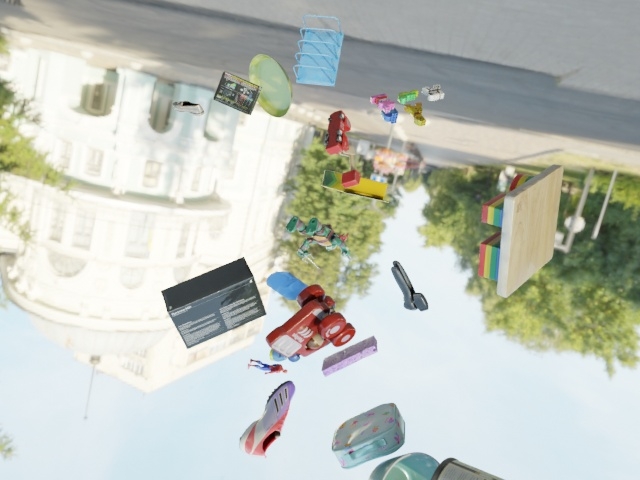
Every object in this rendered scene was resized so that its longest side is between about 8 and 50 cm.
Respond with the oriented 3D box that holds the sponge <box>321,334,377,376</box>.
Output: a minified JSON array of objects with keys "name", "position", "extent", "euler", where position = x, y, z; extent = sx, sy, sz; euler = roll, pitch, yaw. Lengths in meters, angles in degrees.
[{"name":"sponge","position":[0.104,0.410,2.042],"extent":[0.210,0.031,0.117],"euler":[-27,-173,8]}]

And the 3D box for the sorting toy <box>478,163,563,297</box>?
[{"name":"sorting toy","position":[0.481,-0.035,1.391],"extent":[0.090,0.256,0.256],"euler":[20,-145,40]}]

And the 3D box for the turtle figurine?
[{"name":"turtle figurine","position":[0.000,0.000,1.828],"extent":[0.175,0.118,0.234],"euler":[-13,147,27]}]

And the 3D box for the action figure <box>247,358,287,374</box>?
[{"name":"action figure","position":[-0.151,0.369,1.659],"extent":[0.115,0.030,0.038],"euler":[8,-153,9]}]

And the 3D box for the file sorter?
[{"name":"file sorter","position":[-0.008,-0.559,1.683],"extent":[0.118,0.170,0.104],"euler":[8,171,10]}]

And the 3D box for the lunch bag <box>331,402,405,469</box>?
[{"name":"lunch bag","position":[0.177,0.733,2.129],"extent":[0.279,0.107,0.224],"euler":[-28,-171,11]}]

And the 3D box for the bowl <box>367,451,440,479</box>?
[{"name":"bowl","position":[0.273,0.869,1.949],"extent":[0.312,0.311,0.163],"euler":[8,168,-30]}]

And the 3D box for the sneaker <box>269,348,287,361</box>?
[{"name":"sneaker","position":[-0.128,0.405,2.297],"extent":[0.082,0.069,0.209],"euler":[-7,-148,27]}]

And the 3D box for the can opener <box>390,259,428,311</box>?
[{"name":"can opener","position":[0.248,0.131,1.645],"extent":[0.073,0.186,0.059],"euler":[-21,-154,23]}]

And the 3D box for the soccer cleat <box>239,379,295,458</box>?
[{"name":"soccer cleat","position":[-0.165,0.657,2.105],"extent":[0.117,0.108,0.318],"euler":[13,-135,31]}]

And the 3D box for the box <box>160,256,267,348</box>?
[{"name":"box","position":[-0.312,0.185,1.701],"extent":[0.261,0.184,0.103],"euler":[-22,-133,-12]}]

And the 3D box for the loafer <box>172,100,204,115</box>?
[{"name":"loafer","position":[-0.429,-0.436,1.851],"extent":[0.125,0.039,0.045],"euler":[20,-128,25]}]

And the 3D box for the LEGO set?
[{"name":"LEGO set","position":[0.269,-0.390,1.712],"extent":[0.228,0.087,0.093],"euler":[-15,-129,-15]}]

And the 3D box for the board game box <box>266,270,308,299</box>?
[{"name":"board game box","position":[-0.121,0.163,2.192],"extent":[0.169,0.133,0.033],"euler":[36,-137,-21]}]

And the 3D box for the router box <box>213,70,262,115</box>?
[{"name":"router box","position":[-0.247,-0.438,1.705],"extent":[0.123,0.092,0.038],"euler":[24,-168,-1]}]

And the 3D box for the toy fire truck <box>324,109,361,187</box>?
[{"name":"toy fire truck","position":[0.068,-0.262,1.639],"extent":[0.047,0.191,0.135],"euler":[-14,142,30]}]

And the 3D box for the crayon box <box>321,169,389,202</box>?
[{"name":"crayon box","position":[0.159,-0.247,2.573],"extent":[0.203,0.083,0.323],"euler":[10,-172,-22]}]

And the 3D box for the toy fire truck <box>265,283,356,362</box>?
[{"name":"toy fire truck","position":[-0.037,0.310,1.966],"extent":[0.169,0.254,0.302],"euler":[52,180,31]}]

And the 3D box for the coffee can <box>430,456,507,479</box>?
[{"name":"coffee can","position":[0.501,0.822,1.780],"extent":[0.202,0.201,0.276],"euler":[4,-178,-45]}]

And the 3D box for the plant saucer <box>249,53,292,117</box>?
[{"name":"plant saucer","position":[-0.179,-0.581,2.144],"extent":[0.037,0.240,0.241],"euler":[-33,-143,-32]}]
